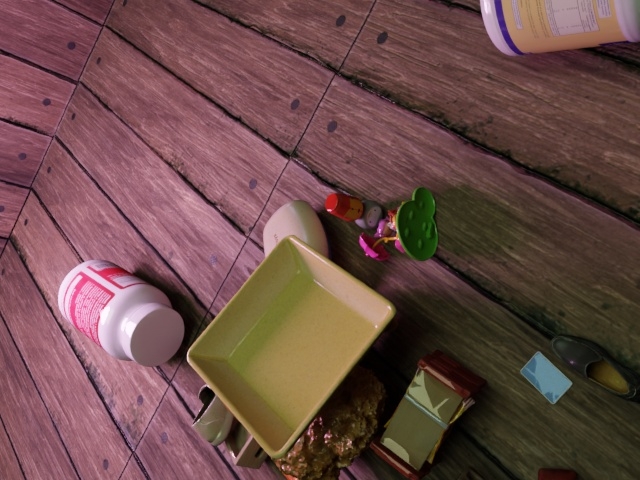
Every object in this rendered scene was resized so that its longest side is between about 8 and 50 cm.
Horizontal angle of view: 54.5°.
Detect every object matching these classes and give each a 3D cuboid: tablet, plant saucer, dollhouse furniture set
[{"bbox_3d":[0.410,0.249,1.129,0.054,0.006,0.083,-54,52,16],"label":"tablet"},{"bbox_3d":[-0.053,0.193,1.185,0.333,0.081,0.332,-50,47,-7],"label":"plant saucer"},{"bbox_3d":[0.298,0.391,1.122,0.374,0.152,0.201,34,101,23],"label":"dollhouse furniture set"}]

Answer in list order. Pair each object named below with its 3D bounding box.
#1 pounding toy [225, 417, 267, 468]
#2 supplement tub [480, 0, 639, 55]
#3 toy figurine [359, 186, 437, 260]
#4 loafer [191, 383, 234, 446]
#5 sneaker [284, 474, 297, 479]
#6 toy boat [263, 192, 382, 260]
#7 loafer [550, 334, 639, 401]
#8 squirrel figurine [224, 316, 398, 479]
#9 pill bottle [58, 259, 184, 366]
[{"bbox_3d":[-0.146,0.465,1.502,0.141,0.100,0.130,-58,36,10],"label":"pounding toy"},{"bbox_3d":[0.479,-0.465,1.099,0.331,0.241,0.241,7,83,41],"label":"supplement tub"},{"bbox_3d":[0.158,-0.023,1.358,0.159,0.130,0.173,-18,46,46],"label":"toy figurine"},{"bbox_3d":[-0.248,0.369,1.550,0.102,0.092,0.269,-40,30,42],"label":"loafer"},{"bbox_3d":[-0.045,0.535,1.419,0.175,0.064,0.067,48,148,30],"label":"sneaker"},{"bbox_3d":[0.000,0.000,1.470,0.318,0.148,0.268,-40,51,35],"label":"toy boat"},{"bbox_3d":[0.464,0.210,1.055,0.170,0.061,0.062,30,100,42],"label":"loafer"},{"bbox_3d":[0.016,0.285,1.308,0.370,0.281,0.397,-43,49,9],"label":"squirrel figurine"},{"bbox_3d":[-0.586,0.215,1.840,0.407,0.229,0.229,20,92,42],"label":"pill bottle"}]
